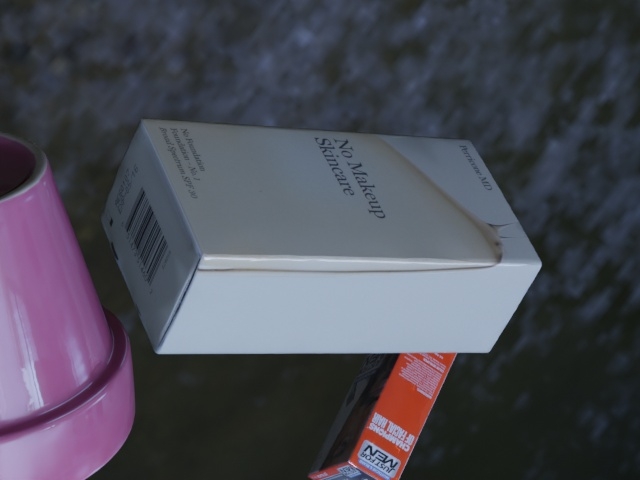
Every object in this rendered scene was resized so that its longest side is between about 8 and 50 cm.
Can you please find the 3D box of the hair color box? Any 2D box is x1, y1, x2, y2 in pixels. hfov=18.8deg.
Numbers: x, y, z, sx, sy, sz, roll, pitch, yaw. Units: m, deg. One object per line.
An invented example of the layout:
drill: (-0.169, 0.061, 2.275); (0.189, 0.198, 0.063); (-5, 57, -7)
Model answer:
hair color box: (0.060, 0.145, 1.721); (0.093, 0.053, 0.167); (-32, -151, 61)

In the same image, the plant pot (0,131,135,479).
plant pot: (-0.219, 0.039, 1.164); (0.201, 0.201, 0.180); (-28, 125, -38)

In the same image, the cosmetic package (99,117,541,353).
cosmetic package: (0.000, 0.000, 1.533); (0.309, 0.160, 0.113); (0, 134, -31)
